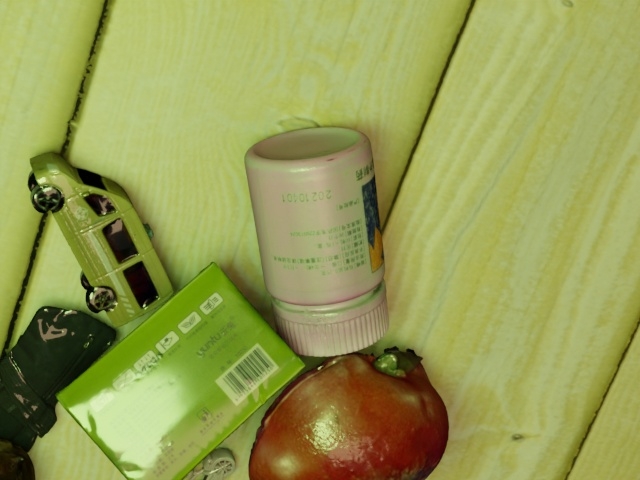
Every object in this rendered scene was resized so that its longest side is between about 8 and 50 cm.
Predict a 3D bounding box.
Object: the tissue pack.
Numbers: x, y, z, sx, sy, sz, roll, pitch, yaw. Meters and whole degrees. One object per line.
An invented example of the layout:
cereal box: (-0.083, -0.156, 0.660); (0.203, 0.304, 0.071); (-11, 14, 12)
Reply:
tissue pack: (-0.190, 0.197, 1.374); (0.275, 0.167, 0.200); (-41, 88, -11)

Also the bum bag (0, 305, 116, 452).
bum bag: (-0.406, 0.194, 1.424); (0.123, 0.060, 0.248); (35, 99, -24)

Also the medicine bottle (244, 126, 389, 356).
medicine bottle: (0.000, 0.000, 1.400); (0.178, 0.178, 0.290); (-13, 112, -10)

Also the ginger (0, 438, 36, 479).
ginger: (-0.527, 0.365, 1.373); (0.269, 0.200, 0.223); (13, 90, -16)

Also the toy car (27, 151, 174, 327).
toy car: (-0.299, -0.013, 1.357); (0.124, 0.101, 0.256); (-27, 115, -10)

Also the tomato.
tomato: (0.064, 0.318, 1.479); (0.335, 0.176, 0.289); (10, 120, -52)

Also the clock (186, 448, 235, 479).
clock: (-0.182, 0.384, 1.563); (0.087, 0.041, 0.129); (17, 109, -24)
